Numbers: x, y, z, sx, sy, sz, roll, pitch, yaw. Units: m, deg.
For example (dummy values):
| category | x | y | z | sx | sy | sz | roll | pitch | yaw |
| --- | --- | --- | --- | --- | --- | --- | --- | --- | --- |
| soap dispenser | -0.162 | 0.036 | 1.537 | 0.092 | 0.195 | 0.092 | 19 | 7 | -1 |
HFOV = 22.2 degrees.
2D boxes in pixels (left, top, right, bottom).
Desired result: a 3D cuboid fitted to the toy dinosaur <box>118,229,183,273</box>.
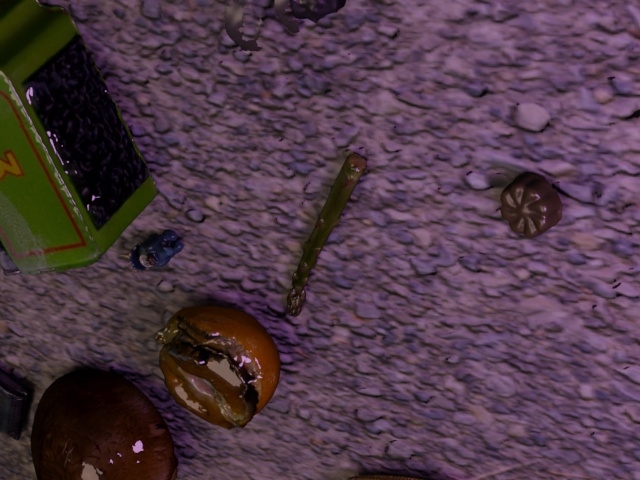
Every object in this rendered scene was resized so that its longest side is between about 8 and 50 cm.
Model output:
| category | x | y | z | sx | sy | sz | roll | pitch | yaw |
| --- | --- | --- | --- | --- | --- | --- | --- | --- | --- |
| toy dinosaur | -0.184 | 0.015 | 1.787 | 0.083 | 0.047 | 0.030 | -15 | 112 | 44 |

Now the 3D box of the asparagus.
| category | x | y | z | sx | sy | sz | roll | pitch | yaw |
| --- | --- | --- | --- | --- | --- | --- | --- | --- | --- |
| asparagus | 0.000 | 0.000 | 1.660 | 0.024 | 0.025 | 0.248 | 2 | 140 | -20 |

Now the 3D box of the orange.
| category | x | y | z | sx | sy | sz | roll | pitch | yaw |
| --- | --- | --- | --- | --- | --- | --- | --- | --- | --- |
| orange | -0.105 | 0.133 | 1.782 | 0.170 | 0.112 | 0.160 | 39 | 155 | 38 |

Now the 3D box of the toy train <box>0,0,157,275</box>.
| category | x | y | z | sx | sy | sz | roll | pitch | yaw |
| --- | --- | --- | --- | --- | --- | --- | --- | --- | --- |
| toy train | -0.336 | -0.106 | 1.715 | 0.249 | 0.173 | 0.307 | -9 | 118 | 33 |

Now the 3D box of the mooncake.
| category | x | y | z | sx | sy | sz | roll | pitch | yaw |
| --- | --- | --- | --- | --- | --- | --- | --- | --- | --- |
| mooncake | 0.071 | -0.121 | 1.496 | 0.347 | 0.057 | 0.150 | 20 | 121 | 13 |

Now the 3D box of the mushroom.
| category | x | y | z | sx | sy | sz | roll | pitch | yaw |
| --- | --- | --- | --- | --- | --- | --- | --- | --- | --- |
| mushroom | -0.280 | 0.263 | 1.993 | 0.194 | 0.138 | 0.231 | 41 | 137 | 1 |

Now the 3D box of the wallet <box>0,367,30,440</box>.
| category | x | y | z | sx | sy | sz | roll | pitch | yaw |
| --- | --- | --- | --- | --- | --- | --- | --- | --- | --- |
| wallet | -0.453 | 0.185 | 2.136 | 0.166 | 0.030 | 0.111 | 33 | 142 | 11 |

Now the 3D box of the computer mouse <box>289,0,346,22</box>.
| category | x | y | z | sx | sy | sz | roll | pitch | yaw |
| --- | --- | --- | --- | --- | --- | --- | --- | --- | --- |
| computer mouse | -0.003 | -0.288 | 1.357 | 0.073 | 0.122 | 0.217 | 10 | 128 | 14 |

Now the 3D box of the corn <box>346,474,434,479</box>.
| category | x | y | z | sx | sy | sz | roll | pitch | yaw |
| --- | --- | --- | --- | --- | --- | --- | --- | --- | --- |
| corn | 0.097 | 0.300 | 1.809 | 0.165 | 0.063 | 0.085 | -1 | 137 | 38 |
